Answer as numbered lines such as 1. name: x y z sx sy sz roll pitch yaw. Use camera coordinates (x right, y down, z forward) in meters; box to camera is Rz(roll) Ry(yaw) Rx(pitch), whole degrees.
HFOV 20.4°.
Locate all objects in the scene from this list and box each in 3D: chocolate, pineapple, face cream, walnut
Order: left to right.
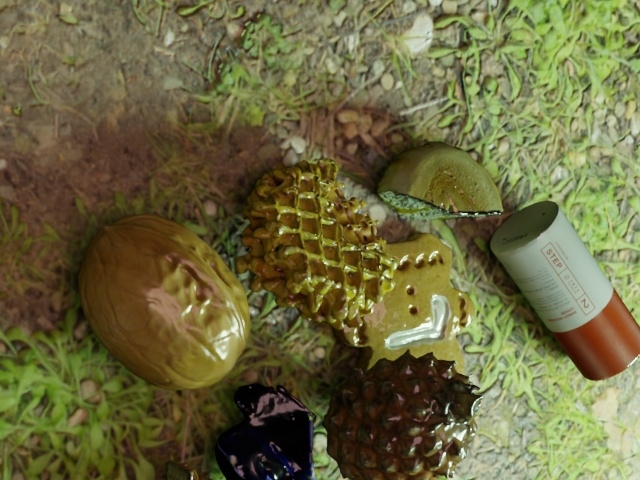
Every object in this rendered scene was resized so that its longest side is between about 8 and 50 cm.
1. walnut: -0.165 0.065 1.865 0.159 0.159 0.206 -45 106 -19
2. chocolate: -0.032 0.322 1.967 0.148 0.126 0.343 -23 102 -12
3. pineapple: 0.104 0.196 1.957 0.166 0.193 0.166 20 60 -41
4. face cream: 0.301 0.062 2.148 0.096 0.096 0.214 -45 112 -19

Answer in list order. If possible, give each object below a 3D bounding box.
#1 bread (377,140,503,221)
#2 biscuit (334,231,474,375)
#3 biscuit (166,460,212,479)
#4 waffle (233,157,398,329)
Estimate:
1. bread: 0.133 -0.068 2.057 0.157 0.083 0.094 -6 93 -30
2. biscuit: 0.102 0.117 2.078 0.184 0.035 0.248 -6 96 -28
3. biscuit: -0.140 0.432 1.932 0.054 0.094 0.378 2 91 -23
4. waffle: 0.000 0.000 1.958 0.193 0.070 0.197 39 45 -17
